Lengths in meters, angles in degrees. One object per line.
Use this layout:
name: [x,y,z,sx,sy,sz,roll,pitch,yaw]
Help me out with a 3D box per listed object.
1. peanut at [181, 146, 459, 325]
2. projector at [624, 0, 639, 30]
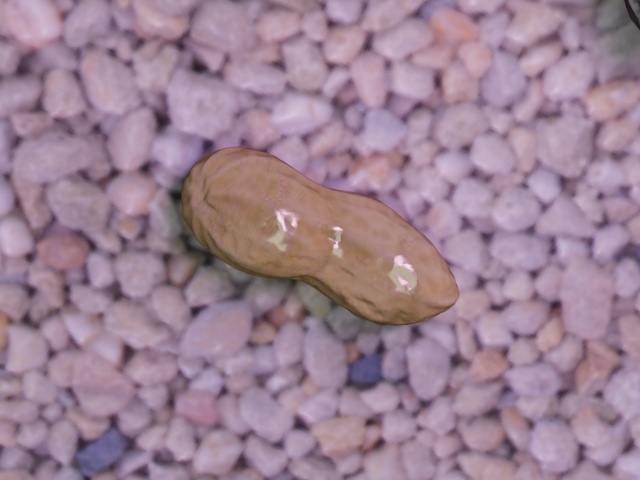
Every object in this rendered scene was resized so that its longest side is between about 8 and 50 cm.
peanut: [0.000,0.000,1.222,0.187,0.082,0.082,23,107,-5]
projector: [0.281,-0.240,1.128,0.257,0.099,0.192,-19,105,7]
